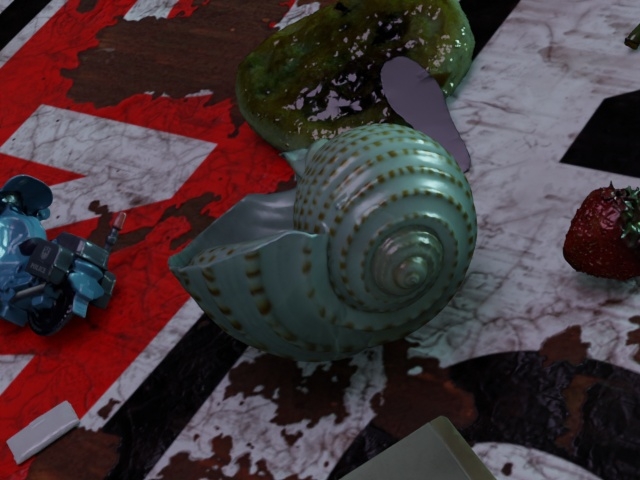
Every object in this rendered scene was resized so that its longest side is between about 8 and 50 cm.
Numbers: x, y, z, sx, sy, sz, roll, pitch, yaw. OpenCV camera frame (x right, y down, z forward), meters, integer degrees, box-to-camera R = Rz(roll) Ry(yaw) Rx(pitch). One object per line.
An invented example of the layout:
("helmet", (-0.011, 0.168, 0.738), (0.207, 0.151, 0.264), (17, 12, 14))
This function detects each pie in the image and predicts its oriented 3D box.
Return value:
("pie", (0.040, -0.216, 1.881), (0.323, 0.070, 0.323), (-15, 43, 15))

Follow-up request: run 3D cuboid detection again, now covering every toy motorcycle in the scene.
("toy motorcycle", (-0.354, 0.016, 1.831), (0.272, 0.123, 0.182), (15, 78, 42))

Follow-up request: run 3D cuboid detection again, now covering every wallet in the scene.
("wallet", (-0.308, 0.213, 1.667), (0.083, 0.011, 0.044), (-34, 40, -7))

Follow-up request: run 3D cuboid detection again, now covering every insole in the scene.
("insole", (0.123, -0.146, 1.758), (0.064, 0.004, 0.188), (-25, 60, -1))

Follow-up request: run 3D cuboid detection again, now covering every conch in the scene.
("conch", (0.009, 0.015, 1.548), (0.303, 0.215, 0.319), (-30, 8, -11))

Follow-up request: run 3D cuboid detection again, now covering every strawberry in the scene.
("strawberry", (0.290, -0.005, 1.498), (0.106, 0.106, 0.106), (-16, 41, 14))

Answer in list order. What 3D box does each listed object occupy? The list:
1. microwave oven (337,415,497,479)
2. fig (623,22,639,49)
("microwave oven", (0.090, 0.292, 1.174), (0.194, 0.240, 0.145), (-34, 40, -7))
("fig", (0.455, -0.296, 1.715), (0.245, 0.149, 0.149), (-31, 35, 28))
